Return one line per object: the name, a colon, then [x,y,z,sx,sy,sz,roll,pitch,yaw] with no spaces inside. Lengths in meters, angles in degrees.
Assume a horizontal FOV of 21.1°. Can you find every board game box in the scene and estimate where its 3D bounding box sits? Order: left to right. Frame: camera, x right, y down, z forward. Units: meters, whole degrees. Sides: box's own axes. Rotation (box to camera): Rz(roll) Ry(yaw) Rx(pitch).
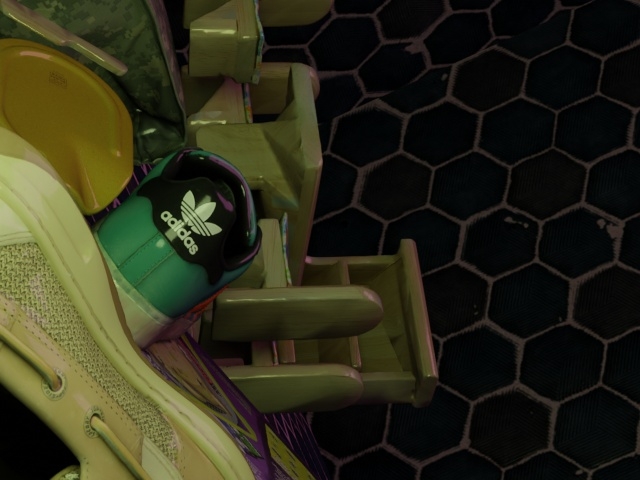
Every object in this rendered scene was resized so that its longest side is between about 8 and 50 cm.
board game box: [-0.091,0.127,1.247,0.347,0.056,0.208,50,0,-13]

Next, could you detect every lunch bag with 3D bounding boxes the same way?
lunch bag: [-0.227,-0.222,1.568,0.287,0.169,0.235,59,7,-46]

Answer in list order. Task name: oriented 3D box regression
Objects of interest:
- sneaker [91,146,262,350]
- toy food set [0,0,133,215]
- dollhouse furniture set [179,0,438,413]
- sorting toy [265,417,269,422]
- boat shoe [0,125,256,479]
sneaker: [-0.093,-0.002,1.212,0.108,0.121,0.302,50,4,-5]
toy food set: [-0.210,-0.082,1.285,0.128,0.071,0.218,26,29,-21]
dollhouse furniture set: [0.000,0.000,1.656,0.394,0.256,0.362,101,-16,-55]
sorting toy: [-0.052,0.309,1.960,0.196,0.047,0.348,-87,153,-79]
boat shoe: [-0.128,0.103,0.816,0.341,0.121,0.110,62,39,-33]
